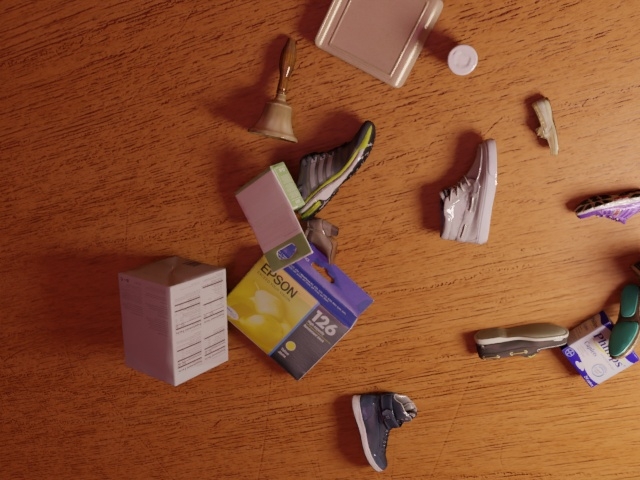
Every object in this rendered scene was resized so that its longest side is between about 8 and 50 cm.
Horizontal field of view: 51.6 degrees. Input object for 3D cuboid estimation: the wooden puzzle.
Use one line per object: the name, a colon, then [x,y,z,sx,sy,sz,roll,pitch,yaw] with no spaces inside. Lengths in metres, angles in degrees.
wooden puzzle: [0.135,-0.508,1.552,0.238,0.044,0.221,27,108,-1]

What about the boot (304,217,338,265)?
boot: [0.000,0.000,1.718,0.086,0.042,0.119,12,106,15]

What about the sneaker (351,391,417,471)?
sneaker: [0.191,0.516,1.790,0.163,0.086,0.226,-13,101,17]

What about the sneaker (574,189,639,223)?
sneaker: [0.683,-0.068,1.542,0.169,0.068,0.071,-8,109,13]

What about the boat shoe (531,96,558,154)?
boat shoe: [0.521,-0.261,1.534,0.045,0.050,0.136,-13,92,18]

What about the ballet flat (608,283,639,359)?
ballet flat: [0.730,0.200,1.553,0.067,0.206,0.073,42,152,-27]

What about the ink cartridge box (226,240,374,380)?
ink cartridge box: [-0.070,0.173,1.762,0.303,0.072,0.307,42,111,0]

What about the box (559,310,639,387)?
box: [0.681,0.268,1.629,0.137,0.072,0.126,-38,95,18]

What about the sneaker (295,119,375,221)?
sneaker: [0.018,-0.186,1.628,0.121,0.111,0.300,44,107,2]

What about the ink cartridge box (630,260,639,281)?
ink cartridge box: [0.828,0.152,1.503,0.088,0.193,0.235,-35,96,16]

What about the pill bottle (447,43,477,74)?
pill bottle: [0.320,-0.408,1.495,0.067,0.120,0.067,3,105,11]

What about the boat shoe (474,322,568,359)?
boat shoe: [0.506,0.257,1.662,0.227,0.081,0.069,-7,106,21]

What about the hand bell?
hand bell: [-0.092,-0.370,1.616,0.126,0.126,0.242,13,94,8]

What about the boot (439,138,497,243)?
boot: [0.347,-0.116,1.580,0.123,0.095,0.259,4,107,4]

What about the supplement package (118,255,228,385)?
supplement package: [-0.381,0.202,1.735,0.199,0.198,0.263,11,108,34]

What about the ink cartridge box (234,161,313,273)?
ink cartridge box: [-0.106,-0.055,1.659,0.171,0.056,0.235,-28,89,44]
